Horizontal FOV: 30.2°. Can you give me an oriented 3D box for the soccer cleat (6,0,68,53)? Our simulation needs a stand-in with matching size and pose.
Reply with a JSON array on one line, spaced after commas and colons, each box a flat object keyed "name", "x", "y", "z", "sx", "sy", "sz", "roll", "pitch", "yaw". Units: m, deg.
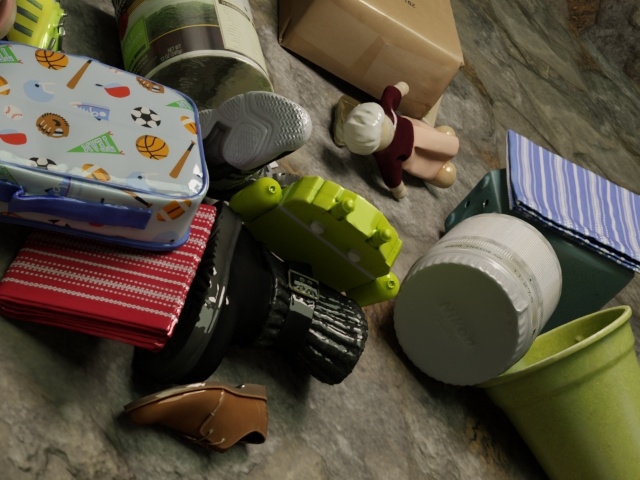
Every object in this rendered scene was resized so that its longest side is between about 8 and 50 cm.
[{"name": "soccer cleat", "x": -0.400, "y": -0.313, "z": 1.588, "sx": 0.121, "sy": 0.093, "sz": 0.289, "roll": 5, "pitch": 49, "yaw": -13}]

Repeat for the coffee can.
[{"name": "coffee can", "x": -0.188, "y": -0.283, "z": 1.706, "sx": 0.201, "sy": 0.201, "sz": 0.275, "roll": 24, "pitch": 38, "yaw": -40}]

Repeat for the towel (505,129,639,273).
[{"name": "towel", "x": 0.475, "y": -0.062, "z": 2.073, "sx": 0.336, "sy": 0.040, "sz": 0.243, "roll": 25, "pitch": 35, "yaw": -12}]

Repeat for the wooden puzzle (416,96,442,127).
[{"name": "wooden puzzle", "x": 0.174, "y": -0.349, "z": 2.478, "sx": 0.221, "sy": 0.044, "sz": 0.238, "roll": 42, "pitch": 29, "yaw": -15}]

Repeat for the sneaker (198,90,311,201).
[{"name": "sneaker", "x": -0.094, "y": -0.119, "z": 1.597, "sx": 0.153, "sy": 0.268, "sz": 0.101, "roll": 24, "pitch": 63, "yaw": -49}]

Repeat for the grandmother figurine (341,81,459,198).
[{"name": "grandmother figurine", "x": 0.143, "y": -0.183, "z": 2.114, "sx": 0.342, "sy": 0.104, "sz": 0.208, "roll": 6, "pitch": 74, "yaw": -61}]

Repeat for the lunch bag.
[{"name": "lunch bag", "x": -0.284, "y": -0.103, "z": 1.360, "sx": 0.303, "sy": 0.115, "sz": 0.243, "roll": 10, "pitch": 42, "yaw": -21}]

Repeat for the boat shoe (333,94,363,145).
[{"name": "boat shoe", "x": 0.048, "y": -0.219, "z": 2.149, "sx": 0.056, "sy": 0.048, "sz": 0.153, "roll": 27, "pitch": 26, "yaw": -11}]

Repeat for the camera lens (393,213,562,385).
[{"name": "camera lens", "x": 0.251, "y": 0.088, "z": 1.874, "sx": 0.219, "sy": 0.219, "sz": 0.274, "roll": 51, "pitch": 28, "yaw": 2}]

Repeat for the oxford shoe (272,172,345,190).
[{"name": "oxford shoe", "x": -0.023, "y": -0.041, "z": 1.805, "sx": 0.227, "sy": 0.083, "sz": 0.096, "roll": 3, "pitch": 72, "yaw": -54}]

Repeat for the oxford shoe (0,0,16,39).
[{"name": "oxford shoe", "x": -0.453, "y": -0.361, "z": 1.439, "sx": 0.397, "sy": 0.140, "sz": 0.146, "roll": 54, "pitch": 2, "yaw": 29}]

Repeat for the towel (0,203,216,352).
[{"name": "towel", "x": -0.239, "y": 0.019, "z": 1.362, "sx": 0.199, "sy": 0.031, "sz": 0.275, "roll": 13, "pitch": 33, "yaw": 0}]

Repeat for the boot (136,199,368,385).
[{"name": "boot", "x": -0.069, "y": 0.113, "z": 1.473, "sx": 0.260, "sy": 0.131, "sz": 0.348, "roll": 41, "pitch": 29, "yaw": -16}]

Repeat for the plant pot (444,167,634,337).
[{"name": "plant pot", "x": 0.366, "y": 0.010, "z": 2.130, "sx": 0.252, "sy": 0.248, "sz": 0.247, "roll": 26, "pitch": 35, "yaw": -20}]

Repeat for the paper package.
[{"name": "paper package", "x": 0.094, "y": -0.438, "z": 2.298, "sx": 0.325, "sy": 0.168, "sz": 0.309, "roll": 26, "pitch": 35, "yaw": -23}]

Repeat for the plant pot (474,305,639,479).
[{"name": "plant pot", "x": 0.420, "y": 0.276, "z": 1.885, "sx": 0.254, "sy": 0.276, "sz": 0.276, "roll": 63, "pitch": 29, "yaw": 1}]

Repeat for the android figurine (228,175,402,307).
[{"name": "android figurine", "x": 0.000, "y": 0.000, "z": 1.582, "sx": 0.248, "sy": 0.273, "sz": 0.056, "roll": 38, "pitch": 63, "yaw": -17}]

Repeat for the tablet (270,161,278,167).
[{"name": "tablet", "x": -0.103, "y": -0.147, "z": 1.874, "sx": 0.083, "sy": 0.006, "sz": 0.054, "roll": 55, "pitch": 28, "yaw": 8}]

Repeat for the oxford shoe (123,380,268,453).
[{"name": "oxford shoe", "x": -0.131, "y": 0.203, "z": 1.344, "sx": 0.212, "sy": 0.076, "sz": 0.076, "roll": 11, "pitch": 62, "yaw": -48}]
